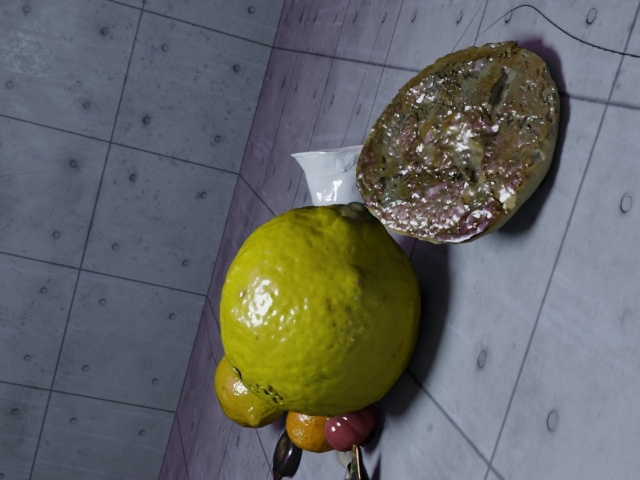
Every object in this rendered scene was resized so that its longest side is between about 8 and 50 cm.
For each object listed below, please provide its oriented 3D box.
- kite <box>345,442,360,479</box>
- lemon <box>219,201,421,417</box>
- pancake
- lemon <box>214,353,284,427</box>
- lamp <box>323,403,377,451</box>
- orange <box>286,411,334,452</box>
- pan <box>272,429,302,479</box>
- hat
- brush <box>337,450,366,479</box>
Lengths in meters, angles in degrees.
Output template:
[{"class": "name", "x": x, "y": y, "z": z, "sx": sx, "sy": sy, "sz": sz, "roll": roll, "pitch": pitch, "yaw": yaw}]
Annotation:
[{"class": "kite", "x": 0.049, "y": 0.519, "z": 1.618, "sx": 0.234, "sy": 0.016, "sz": 0.321, "roll": -123, "pitch": 38, "yaw": -64}, {"class": "lemon", "x": 0.002, "y": 0.110, "z": 1.596, "sx": 0.350, "sy": 0.349, "sz": 0.387, "roll": -115, "pitch": 36, "yaw": -66}, {"class": "pancake", "x": 0.205, "y": -0.148, "z": 1.395, "sx": 0.356, "sy": 0.065, "sz": 0.356, "roll": -26, "pitch": 52, "yaw": 38}, {"class": "lemon", "x": -0.162, "y": 0.344, "z": 2.256, "sx": 0.257, "sy": 0.188, "sz": 0.188, "roll": -106, "pitch": 32, "yaw": -51}, {"class": "lamp", "x": 0.054, "y": 0.326, "z": 1.678, "sx": 0.107, "sy": 0.092, "sz": 0.107, "roll": -47, "pitch": -4, "yaw": -4}, {"class": "orange", "x": 0.004, "y": 0.341, "z": 1.785, "sx": 0.117, "sy": 0.135, "sz": 0.136, "roll": 26, "pitch": 106, "yaw": 35}, {"class": "pan", "x": -0.091, "y": 0.507, "z": 2.147, "sx": 0.115, "sy": 0.040, "sz": 0.212, "roll": -87, "pitch": 18, "yaw": -49}, {"class": "hat", "x": 0.038, "y": -0.137, "z": 2.022, "sx": 0.203, "sy": 0.203, "sz": 0.126, "roll": -150, "pitch": 55, "yaw": -74}, {"class": "brush", "x": 0.075, "y": 0.436, "z": 1.623, "sx": 0.299, "sy": 0.039, "sz": 0.042, "roll": -121, "pitch": 47, "yaw": -67}]
